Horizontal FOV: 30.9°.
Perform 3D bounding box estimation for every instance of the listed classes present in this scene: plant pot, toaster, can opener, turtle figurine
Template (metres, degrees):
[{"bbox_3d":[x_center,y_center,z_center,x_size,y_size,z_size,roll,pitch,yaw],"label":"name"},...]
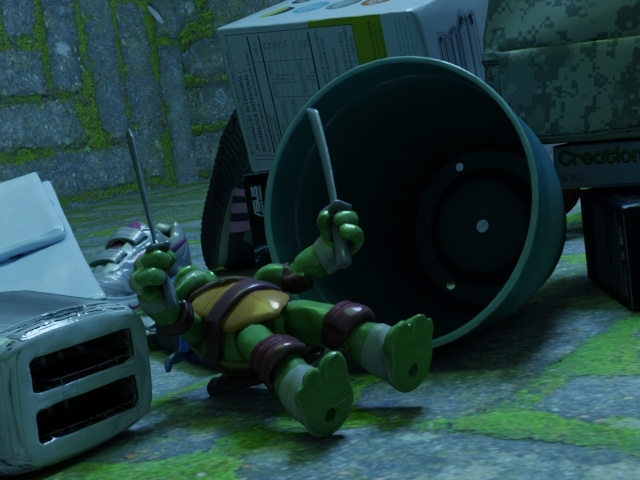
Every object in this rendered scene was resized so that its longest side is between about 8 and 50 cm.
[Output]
[{"bbox_3d":[0.123,-0.023,1.160,0.271,0.272,0.255,-4,-7,27],"label":"plant pot"},{"bbox_3d":[-0.240,0.112,0.947,0.146,0.129,0.227,2,9,34],"label":"toaster"},{"bbox_3d":[-0.147,0.072,1.269,0.076,0.095,0.283,-12,8,-26],"label":"can opener"},{"bbox_3d":[-0.044,0.023,0.955,0.266,0.275,0.197,29,7,42],"label":"turtle figurine"}]

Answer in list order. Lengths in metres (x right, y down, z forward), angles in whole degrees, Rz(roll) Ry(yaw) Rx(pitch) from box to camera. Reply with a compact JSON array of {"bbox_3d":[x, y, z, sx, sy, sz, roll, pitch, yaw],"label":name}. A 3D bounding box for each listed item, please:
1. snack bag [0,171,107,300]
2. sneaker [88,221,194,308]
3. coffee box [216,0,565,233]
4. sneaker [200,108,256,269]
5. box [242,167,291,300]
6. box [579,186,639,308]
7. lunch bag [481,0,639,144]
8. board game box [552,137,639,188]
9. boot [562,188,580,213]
[{"bbox_3d":[-0.453,0.042,1.415,0.323,0.037,0.342,-19,35,-15],"label":"snack bag"},{"bbox_3d":[-0.279,0.034,1.649,0.103,0.111,0.252,-3,9,33],"label":"sneaker"},{"bbox_3d":[0.114,-0.188,1.608,0.334,0.338,0.337,3,25,41],"label":"coffee box"},{"bbox_3d":[-0.093,-0.088,1.779,0.131,0.319,0.112,-1,44,-24],"label":"sneaker"},{"bbox_3d":[0.000,0.000,1.329,0.147,0.180,0.077,-7,7,7],"label":"box"},{"bbox_3d":[0.375,-0.004,1.240,0.153,0.108,0.207,-8,7,0],"label":"box"},{"bbox_3d":[0.334,-0.242,1.249,0.305,0.256,0.212,-1,9,37],"label":"lunch bag"},{"bbox_3d":[0.435,-0.097,1.263,0.305,0.053,0.193,-1,9,40],"label":"board game box"},{"bbox_3d":[0.236,-0.033,1.686,0.264,0.096,0.280,-5,9,18],"label":"boot"}]
